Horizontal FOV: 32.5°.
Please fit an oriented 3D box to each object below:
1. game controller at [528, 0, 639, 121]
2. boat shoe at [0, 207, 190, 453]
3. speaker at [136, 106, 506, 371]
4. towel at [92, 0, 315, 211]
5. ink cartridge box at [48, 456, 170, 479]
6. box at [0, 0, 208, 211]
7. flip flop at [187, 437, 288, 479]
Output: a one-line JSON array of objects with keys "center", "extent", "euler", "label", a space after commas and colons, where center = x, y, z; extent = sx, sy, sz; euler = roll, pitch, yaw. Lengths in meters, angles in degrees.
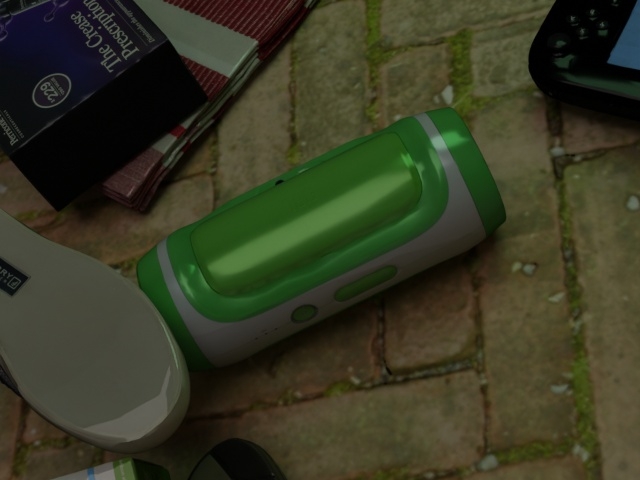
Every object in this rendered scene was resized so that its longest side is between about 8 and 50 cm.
[{"center": [0.346, -0.159, 0.940], "extent": [0.319, 0.067, 0.166], "euler": [18, 69, 25], "label": "game controller"}, {"center": [-0.219, 0.083, 0.934], "extent": [0.340, 0.158, 0.127], "euler": [36, 71, 30], "label": "boat shoe"}, {"center": [0.000, 0.000, 0.929], "extent": [0.297, 0.131, 0.131], "euler": [-26, 57, 3], "label": "speaker"}, {"center": [-0.171, -0.199, 1.149], "extent": [0.237, 0.037, 0.329], "euler": [28, 72, 31], "label": "towel"}, {"center": [-0.229, 0.292, 0.831], "extent": [0.255, 0.097, 0.188], "euler": [-17, 71, 5], "label": "ink cartridge box"}, {"center": [-0.263, -0.182, 1.089], "extent": [0.184, 0.103, 0.261], "euler": [-40, 55, -4], "label": "box"}, {"center": [-0.026, 0.266, 0.825], "extent": [0.112, 0.080, 0.277], "euler": [-38, 42, 1], "label": "flip flop"}]
